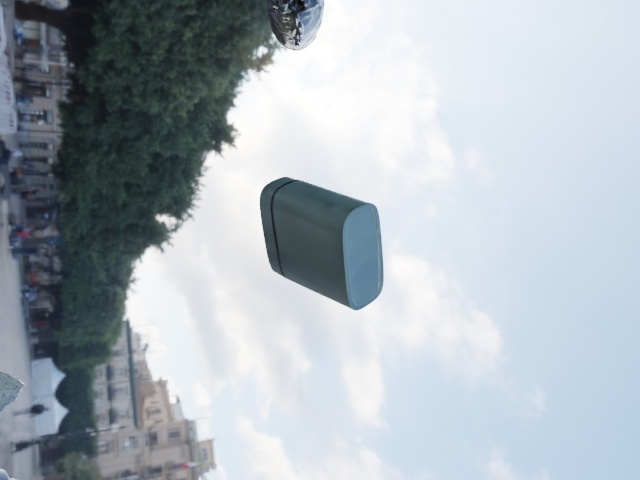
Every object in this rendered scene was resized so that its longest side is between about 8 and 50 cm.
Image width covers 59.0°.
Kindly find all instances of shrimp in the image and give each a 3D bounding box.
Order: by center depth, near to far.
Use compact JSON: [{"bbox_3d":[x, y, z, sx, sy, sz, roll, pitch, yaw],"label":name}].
[{"bbox_3d":[-0.025,-0.361,0.710,0.365,0.071,0.233,-100,-165,-77],"label":"shrimp"}]

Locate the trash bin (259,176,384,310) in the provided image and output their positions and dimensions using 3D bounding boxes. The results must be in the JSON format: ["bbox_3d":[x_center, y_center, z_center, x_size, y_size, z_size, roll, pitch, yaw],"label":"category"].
[{"bbox_3d":[0.000,0.000,0.602,0.130,0.059,0.116,21,-50,43],"label":"trash bin"}]

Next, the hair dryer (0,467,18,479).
[{"bbox_3d":[-0.408,0.304,0.575,0.361,0.121,0.301,44,26,-67],"label":"hair dryer"}]

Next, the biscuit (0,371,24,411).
[{"bbox_3d":[-0.584,0.278,0.864,0.032,0.133,0.250,-36,-163,33],"label":"biscuit"}]
